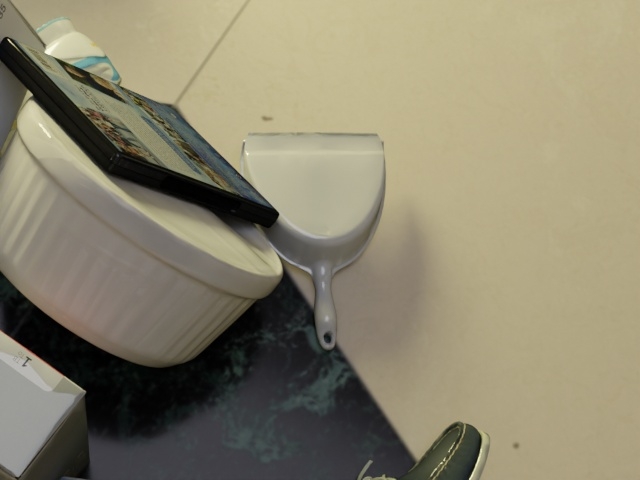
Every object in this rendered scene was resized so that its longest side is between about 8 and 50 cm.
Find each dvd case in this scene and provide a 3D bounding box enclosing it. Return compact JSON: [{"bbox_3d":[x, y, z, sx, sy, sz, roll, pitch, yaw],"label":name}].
[{"bbox_3d":[-0.159,-0.093,1.345,0.180,0.253,0.022,45,103,30],"label":"dvd case"}]

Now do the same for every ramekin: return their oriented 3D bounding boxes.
[{"bbox_3d":[-0.175,-0.002,1.315,0.273,0.273,0.127,39,101,8],"label":"ramekin"}]

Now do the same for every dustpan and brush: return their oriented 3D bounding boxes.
[{"bbox_3d":[0.000,0.000,1.448,0.147,0.060,0.211,-1,62,-13],"label":"dustpan and brush"}]

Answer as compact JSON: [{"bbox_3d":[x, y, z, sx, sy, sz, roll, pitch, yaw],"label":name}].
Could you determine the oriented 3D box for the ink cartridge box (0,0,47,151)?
[{"bbox_3d":[-0.417,-0.130,1.339,0.283,0.117,0.207,7,65,26],"label":"ink cartridge box"}]

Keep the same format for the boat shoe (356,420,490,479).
[{"bbox_3d":[0.054,0.255,1.333,0.079,0.095,0.254,41,78,-3],"label":"boat shoe"}]

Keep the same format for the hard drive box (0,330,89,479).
[{"bbox_3d":[-0.291,0.141,1.251,0.181,0.232,0.089,35,69,6],"label":"hard drive box"}]

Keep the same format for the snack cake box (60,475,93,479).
[{"bbox_3d":[-0.196,0.346,1.224,0.152,0.089,0.264,39,64,-31],"label":"snack cake box"}]

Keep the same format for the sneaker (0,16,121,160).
[{"bbox_3d":[-0.292,-0.114,1.430,0.092,0.087,0.228,41,71,7],"label":"sneaker"}]
